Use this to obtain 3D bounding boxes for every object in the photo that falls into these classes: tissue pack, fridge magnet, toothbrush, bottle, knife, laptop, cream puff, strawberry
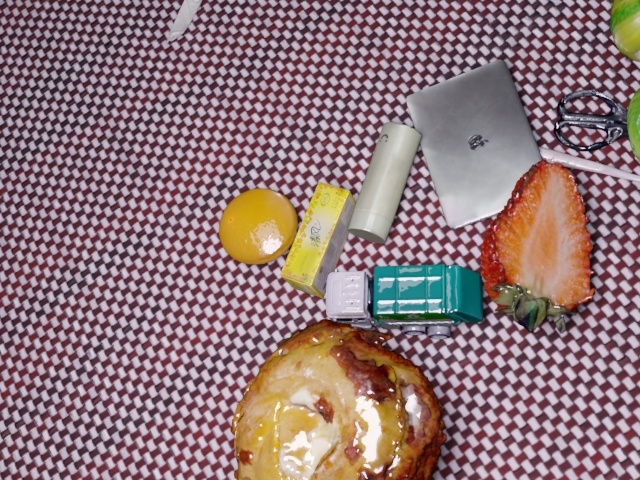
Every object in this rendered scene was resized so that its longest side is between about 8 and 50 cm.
[{"bbox_3d":[0.000,0.000,1.512,0.062,0.095,0.176,17,78,18],"label":"tissue pack"},{"bbox_3d":[-0.108,-0.024,1.561,0.143,0.063,0.143,-4,71,11],"label":"fridge magnet"},{"bbox_3d":[0.446,-0.126,1.486,0.307,0.029,0.025,16,81,17],"label":"toothbrush"},{"bbox_3d":[0.111,-0.099,1.530,0.072,0.072,0.201,16,77,17],"label":"bottle"},{"bbox_3d":[-0.233,-0.517,1.768,0.047,0.017,0.297,22,83,20],"label":"knife"},{"bbox_3d":[0.270,-0.168,1.534,0.188,0.015,0.269,-21,69,14],"label":"laptop"},{"bbox_3d":[0.036,0.295,1.340,0.351,0.229,0.350,-14,66,34],"label":"cream puff"},{"bbox_3d":[0.339,0.020,1.421,0.188,0.106,0.286,18,70,-12],"label":"strawberry"}]

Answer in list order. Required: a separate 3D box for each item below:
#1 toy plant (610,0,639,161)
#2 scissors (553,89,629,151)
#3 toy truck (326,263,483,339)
[{"bbox_3d":[0.589,-0.262,1.429,0.224,0.184,0.315,-7,79,-2],"label":"toy plant"},{"bbox_3d":[0.546,-0.189,1.488,0.300,0.022,0.109,9,79,15],"label":"scissors"},{"bbox_3d":[0.134,0.094,1.441,0.253,0.124,0.114,-1,71,10],"label":"toy truck"}]
